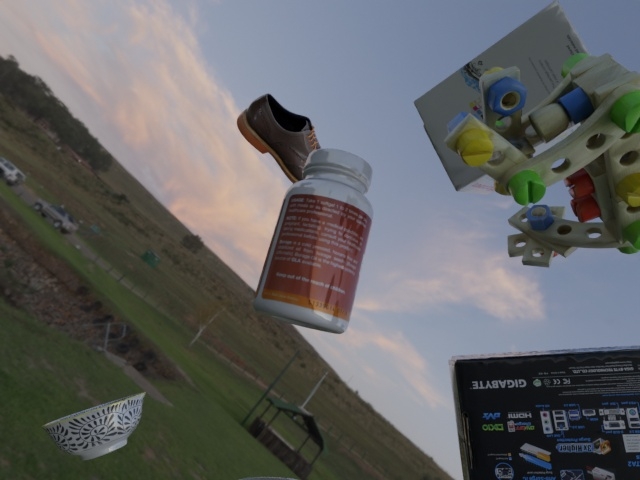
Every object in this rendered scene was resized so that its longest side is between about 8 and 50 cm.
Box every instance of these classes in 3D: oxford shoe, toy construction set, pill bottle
[{"bbox_3d":[-0.049,-0.248,1.173,0.364,0.130,0.133,34,-44,-26],"label":"oxford shoe"},{"bbox_3d":[0.281,-0.061,0.474,0.328,0.215,0.151,44,28,-48],"label":"toy construction set"},{"bbox_3d":[0.000,0.000,0.547,0.121,0.216,0.121,14,-14,4],"label":"pill bottle"}]

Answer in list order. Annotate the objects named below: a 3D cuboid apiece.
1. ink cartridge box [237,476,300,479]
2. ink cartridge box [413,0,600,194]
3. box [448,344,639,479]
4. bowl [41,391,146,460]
[{"bbox_3d":[0.001,0.320,0.414,0.082,0.139,0.191,-20,-42,33],"label":"ink cartridge box"},{"bbox_3d":[0.306,-0.199,0.676,0.233,0.171,0.168,-30,-106,34],"label":"ink cartridge box"},{"bbox_3d":[0.294,0.255,0.414,0.295,0.293,0.073,-7,-12,10],"label":"box"},{"bbox_3d":[-0.395,0.340,0.773,0.170,0.170,0.080,136,-62,-69],"label":"bowl"}]
